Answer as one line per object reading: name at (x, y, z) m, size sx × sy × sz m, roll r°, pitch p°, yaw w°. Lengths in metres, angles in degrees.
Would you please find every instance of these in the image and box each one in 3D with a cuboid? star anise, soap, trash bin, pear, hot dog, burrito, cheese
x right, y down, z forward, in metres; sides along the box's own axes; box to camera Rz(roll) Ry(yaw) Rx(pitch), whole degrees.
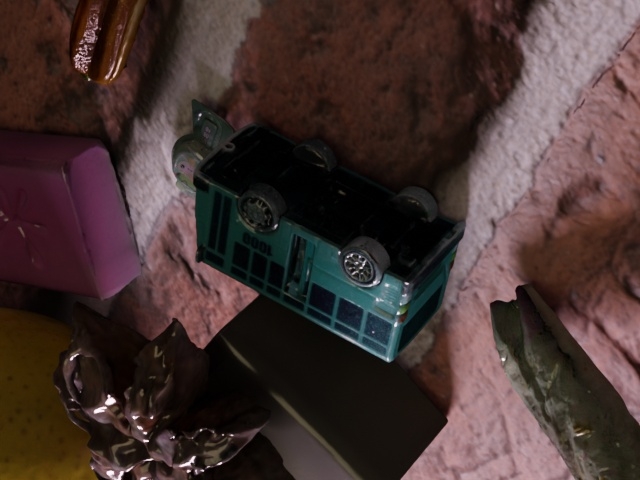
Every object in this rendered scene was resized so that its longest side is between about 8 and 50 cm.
star anise at (-0.157, 0.202, 1.624) m, size 0.331 × 0.117 × 0.332 m, roll 32°, pitch 145°, yaw 26°
soap at (-0.346, -0.037, 1.872) m, size 0.259 × 0.081 × 0.181 m, roll 8°, pitch 122°, yaw 34°
trash bin at (-0.006, 0.165, 1.680) m, size 0.240 × 0.164 × 0.122 m, roll 46°, pitch 136°, yaw 3°
pear at (-0.392, 0.256, 1.905) m, size 0.418 × 0.362 × 0.362 m, roll -1°, pitch 118°, yaw 22°
hot dog at (-0.216, -0.239, 1.656) m, size 0.072 × 0.055 × 0.188 m, roll 36°, pitch 134°, yaw 9°
burrito at (0.249, 0.172, 1.483) m, size 0.309 × 0.066 × 0.096 m, roll 57°, pitch 138°, yaw 32°
cheese at (-0.129, -0.093, 1.703) m, size 0.067 × 0.026 × 0.121 m, roll 36°, pitch 133°, yaw 13°

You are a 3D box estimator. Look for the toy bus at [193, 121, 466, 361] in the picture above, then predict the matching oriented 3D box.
toy bus at (0.000, 0.000, 1.594) m, size 0.256 × 0.128 × 0.147 m, roll 27°, pitch 133°, yaw 19°
